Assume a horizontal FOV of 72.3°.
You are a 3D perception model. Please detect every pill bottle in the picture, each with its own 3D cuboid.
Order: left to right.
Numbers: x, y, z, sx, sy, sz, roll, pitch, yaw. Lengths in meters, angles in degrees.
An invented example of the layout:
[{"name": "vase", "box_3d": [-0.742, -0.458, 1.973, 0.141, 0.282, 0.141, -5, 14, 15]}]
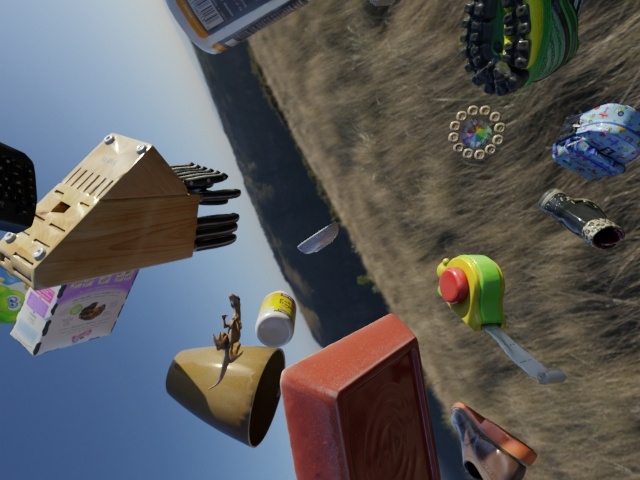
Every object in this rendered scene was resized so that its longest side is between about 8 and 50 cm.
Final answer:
[{"name": "pill bottle", "box_3d": [-0.098, -0.427, 0.682, 0.162, 0.278, 0.162, 55, -157, -37]}, {"name": "pill bottle", "box_3d": [-0.136, 0.238, 1.384, 0.215, 0.117, 0.117, -92, -22, -74]}]

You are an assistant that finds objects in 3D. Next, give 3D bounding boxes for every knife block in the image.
[{"name": "knife block", "box_3d": [-0.233, -0.010, 0.603, 0.088, 0.276, 0.242, 19, 153, 30]}]

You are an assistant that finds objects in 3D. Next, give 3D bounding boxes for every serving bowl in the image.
[{"name": "serving bowl", "box_3d": [0.000, 0.000, 0.787, 0.027, 0.083, 0.083, 57, 176, 1]}]

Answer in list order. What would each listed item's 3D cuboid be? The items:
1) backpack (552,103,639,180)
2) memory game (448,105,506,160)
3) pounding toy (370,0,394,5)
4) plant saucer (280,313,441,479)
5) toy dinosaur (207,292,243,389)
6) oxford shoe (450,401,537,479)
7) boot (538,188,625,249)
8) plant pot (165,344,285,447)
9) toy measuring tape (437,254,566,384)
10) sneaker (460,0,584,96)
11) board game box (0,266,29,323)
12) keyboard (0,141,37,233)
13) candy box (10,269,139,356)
[{"name": "backpack", "box_3d": [0.632, -0.219, 0.968, 0.158, 0.117, 0.173, 30, 175, -5]}, {"name": "memory game", "box_3d": [0.525, -0.362, 1.472, 0.186, 0.186, 0.012, 64, -163, 4]}, {"name": "pounding toy", "box_3d": [0.177, -0.767, 1.292, 0.130, 0.141, 0.100, 48, 136, 8]}, {"name": "plant saucer", "box_3d": [0.070, 0.237, 0.507, 0.258, 0.047, 0.259, -9, -91, -55]}, {"name": "toy dinosaur", "box_3d": [-0.181, 0.215, 0.875, 0.112, 0.064, 0.212, 131, 153, -85]}, {"name": "oxford shoe", "box_3d": [0.278, 0.366, 0.787, 0.096, 0.098, 0.271, 33, 172, 7]}, {"name": "boot", "box_3d": [0.673, -0.037, 1.084, 0.236, 0.085, 0.179, 15, -152, -28]}, {"name": "plant pot", "box_3d": [-0.247, 0.362, 1.101, 0.237, 0.254, 0.237, 10, -90, -78]}, {"name": "toy measuring tape", "box_3d": [0.308, 0.107, 0.781, 0.121, 0.121, 0.330, 66, 174, -29]}, {"name": "sneaker", "box_3d": [0.247, -0.363, 0.520, 0.134, 0.146, 0.344, 37, 143, 52]}, {"name": "board game box", "box_3d": [-0.631, 0.108, 0.974, 0.142, 0.275, 0.145, -7, 80, 58]}, {"name": "keyboard", "box_3d": [-0.255, -0.047, 0.279, 0.192, 0.038, 0.100, 36, -135, -73]}, {"name": "candy box", "box_3d": [-0.426, 0.090, 0.786, 0.070, 0.196, 0.165, 31, -169, 16]}]
